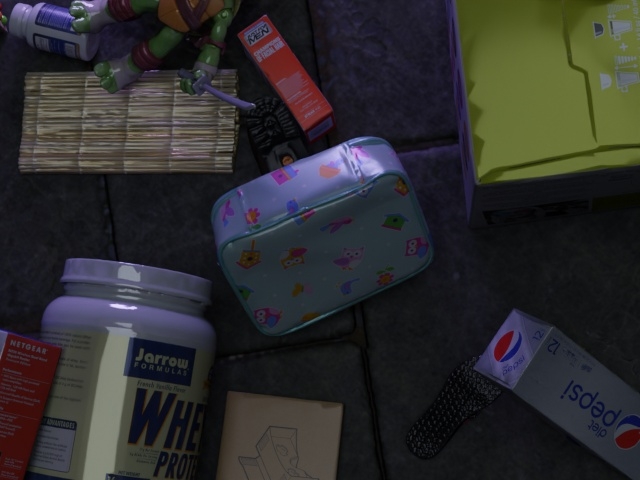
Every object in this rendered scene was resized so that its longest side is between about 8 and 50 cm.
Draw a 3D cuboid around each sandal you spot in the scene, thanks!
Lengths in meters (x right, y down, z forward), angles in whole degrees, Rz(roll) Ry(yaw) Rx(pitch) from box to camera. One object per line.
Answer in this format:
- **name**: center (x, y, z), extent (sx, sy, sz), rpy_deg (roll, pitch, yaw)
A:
- **sandal**: center (0.185, 0.221, 1.862), extent (0.067, 0.040, 0.179), rpy_deg (46, 102, 15)

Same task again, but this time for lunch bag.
- **lunch bag**: center (0.000, 0.000, 1.824), extent (0.279, 0.224, 0.108), rpy_deg (-23, 45, 3)

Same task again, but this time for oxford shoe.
- **oxford shoe**: center (-0.044, -0.092, 1.908), extent (0.083, 0.096, 0.227), rpy_deg (-17, 99, -7)

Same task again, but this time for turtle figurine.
- **turtle figurine**: center (-0.218, -0.291, 1.835), extent (0.266, 0.198, 0.274), rpy_deg (-19, 44, 31)

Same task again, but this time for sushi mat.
- **sushi mat**: center (-0.272, -0.169, 1.967), extent (0.316, 0.019, 0.151), rpy_deg (0, 80, 5)

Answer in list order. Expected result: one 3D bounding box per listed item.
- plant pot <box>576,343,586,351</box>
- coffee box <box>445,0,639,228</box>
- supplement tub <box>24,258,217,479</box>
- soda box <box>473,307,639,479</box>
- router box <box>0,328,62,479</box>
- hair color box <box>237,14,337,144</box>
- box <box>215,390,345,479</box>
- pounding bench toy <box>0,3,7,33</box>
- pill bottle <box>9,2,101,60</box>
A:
- **plant pot**: center (0.299, 0.162, 1.838), extent (0.083, 0.081, 0.081), rpy_deg (32, 86, 18)
- **coffee box**: center (0.340, -0.221, 1.760), extent (0.338, 0.334, 0.337), rpy_deg (-6, 81, 4)
- **supplement tub**: center (-0.262, 0.200, 1.800), extent (0.235, 0.235, 0.325), rpy_deg (7, 83, 6)
- **soda box**: center (0.332, 0.204, 1.745), extent (0.286, 0.091, 0.098), rpy_deg (36, 85, -29)
- **router box**: center (-0.486, 0.250, 1.784), extent (0.082, 0.335, 0.301), rpy_deg (21, 82, -37)
- **hair color box**: center (-0.045, -0.222, 1.917), extent (0.053, 0.093, 0.167), rpy_deg (-35, 81, -2)
- **box**: center (-0.057, 0.311, 1.864), extent (0.164, 0.021, 0.201), rpy_deg (5, 75, 6)
- **pounding bench toy**: center (-0.485, -0.308, 1.990), extent (0.065, 0.052, 0.083), rpy_deg (-21, 80, 1)
- **pill bottle**: center (-0.380, -0.302, 1.972), extent (0.120, 0.067, 0.067), rpy_deg (15, 83, 7)
